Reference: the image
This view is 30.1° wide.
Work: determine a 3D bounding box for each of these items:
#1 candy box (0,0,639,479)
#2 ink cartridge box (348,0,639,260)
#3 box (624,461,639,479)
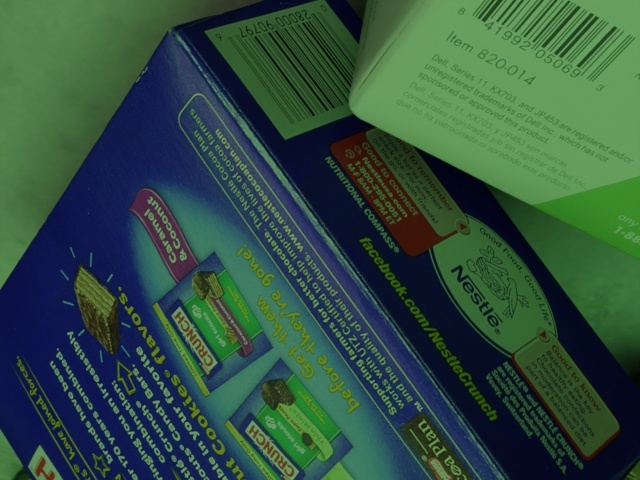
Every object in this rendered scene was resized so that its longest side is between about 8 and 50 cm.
[{"bbox_3d":[-0.032,0.077,0.614,0.268,0.122,0.317,55,134,9],"label":"candy box"},{"bbox_3d":[0.183,-0.148,0.435,0.207,0.119,0.353,26,137,-14],"label":"ink cartridge box"},{"bbox_3d":[0.261,0.181,0.747,0.201,0.021,0.164,27,173,16],"label":"box"}]
